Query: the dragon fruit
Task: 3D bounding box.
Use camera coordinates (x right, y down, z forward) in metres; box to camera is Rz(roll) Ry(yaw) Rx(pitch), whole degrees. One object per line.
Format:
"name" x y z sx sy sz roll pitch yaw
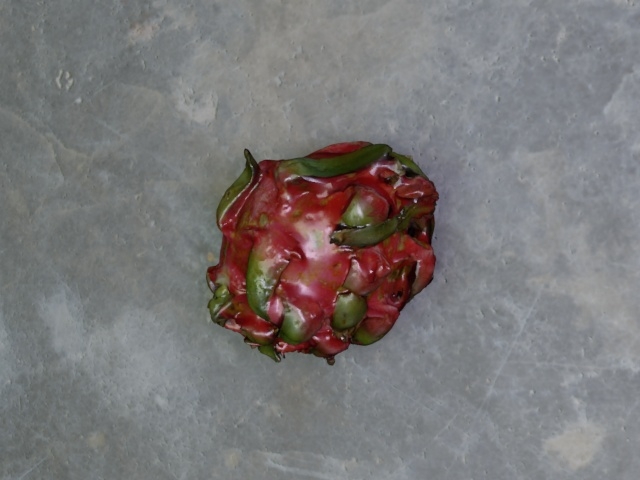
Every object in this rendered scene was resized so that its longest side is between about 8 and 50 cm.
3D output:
"dragon fruit" 0.006 0.010 1.592 0.303 0.231 0.237 -37 67 16
